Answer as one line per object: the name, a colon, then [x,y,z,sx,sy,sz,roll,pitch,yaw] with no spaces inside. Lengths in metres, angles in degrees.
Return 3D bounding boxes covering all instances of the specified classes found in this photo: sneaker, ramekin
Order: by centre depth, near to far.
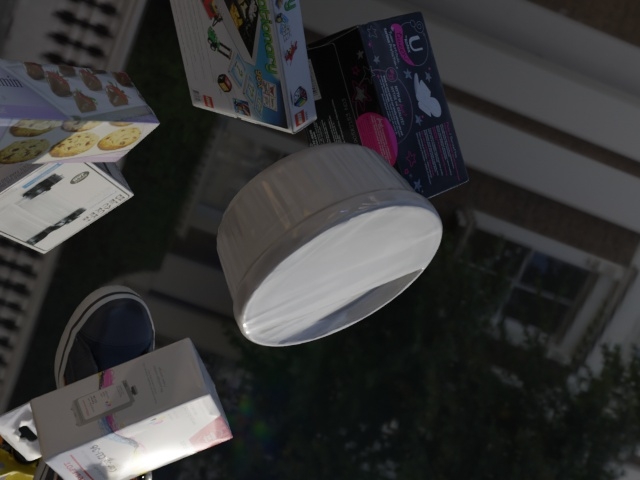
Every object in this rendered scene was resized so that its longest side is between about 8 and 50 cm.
sneaker: [-0.250,0.218,1.271,0.127,0.126,0.321,34,-65,45]
ramekin: [0.000,0.000,1.280,0.127,0.273,0.273,59,-39,28]

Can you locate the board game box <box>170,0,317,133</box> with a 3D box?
board game box: [-0.110,-0.296,1.341,0.053,0.193,0.305,-36,132,-36]

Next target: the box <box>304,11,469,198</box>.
box: [0.077,-0.170,1.486,0.163,0.142,0.247,-11,-82,47]

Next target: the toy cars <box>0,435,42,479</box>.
toy cars: [-0.431,0.370,1.532,0.393,0.177,0.087,63,38,-41]

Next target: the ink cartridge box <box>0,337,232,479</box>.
ink cartridge box: [-0.194,0.177,1.006,0.115,0.198,0.067,76,-8,-58]

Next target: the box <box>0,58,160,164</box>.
box: [-0.248,-0.101,0.850,0.067,0.063,0.324,-39,169,21]

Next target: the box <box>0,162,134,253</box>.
box: [-0.380,-0.083,1.460,0.169,0.087,0.290,-33,169,-1]
